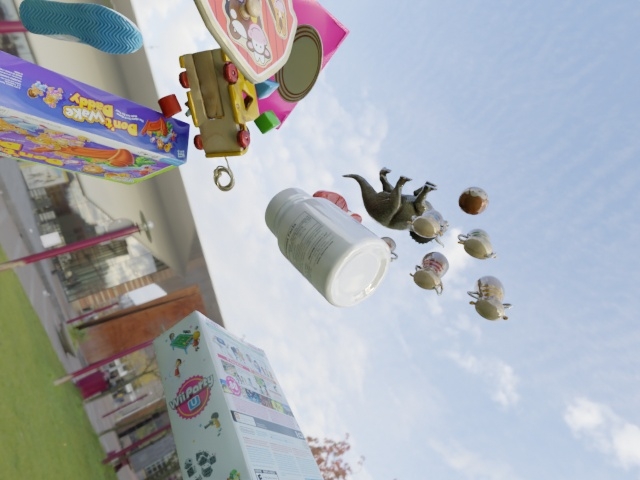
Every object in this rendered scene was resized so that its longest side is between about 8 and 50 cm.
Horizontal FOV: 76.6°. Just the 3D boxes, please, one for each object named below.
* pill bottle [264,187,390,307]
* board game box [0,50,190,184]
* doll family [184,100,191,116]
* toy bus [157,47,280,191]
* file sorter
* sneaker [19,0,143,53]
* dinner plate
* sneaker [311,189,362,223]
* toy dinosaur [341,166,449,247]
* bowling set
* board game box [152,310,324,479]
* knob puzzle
[{"bbox_3d":[0.000,0.000,0.701,0.229,0.131,0.131,41,-40,42],"label":"pill bottle"},{"bbox_3d":[-0.436,-0.188,0.675,0.233,0.347,0.078,-7,-102,42],"label":"board game box"},{"bbox_3d":[-0.282,-0.373,1.095,0.076,0.193,0.111,-27,-77,37],"label":"doll family"},{"bbox_3d":[-0.154,-0.221,0.683,0.191,0.104,0.202,43,-57,0],"label":"toy bus"},{"bbox_3d":[-0.119,-0.472,0.991,0.290,0.202,0.182,-48,-139,24],"label":"file sorter"},{"bbox_3d":[-0.482,-0.449,0.844,0.092,0.229,0.087,-89,-168,-64],"label":"sneaker"},{"bbox_3d":[-0.040,-0.331,0.766,0.141,0.017,0.141,0,-90,47],"label":"dinner plate"},{"bbox_3d":[0.005,-0.078,0.976,0.128,0.087,0.221,32,-3,30],"label":"sneaker"},{"bbox_3d":[0.195,-0.082,1.004,0.121,0.314,0.160,-83,-170,-70],"label":"toy dinosaur"},{"bbox_3d":[0.226,-0.003,0.736,0.287,0.154,0.199,20,-71,17],"label":"bowling set"},{"bbox_3d":[-0.126,0.285,0.642,0.303,0.097,0.224,55,2,41],"label":"board game box"},{"bbox_3d":[-0.073,-0.271,0.438,0.030,0.213,0.213,-2,-72,29],"label":"knob puzzle"}]
